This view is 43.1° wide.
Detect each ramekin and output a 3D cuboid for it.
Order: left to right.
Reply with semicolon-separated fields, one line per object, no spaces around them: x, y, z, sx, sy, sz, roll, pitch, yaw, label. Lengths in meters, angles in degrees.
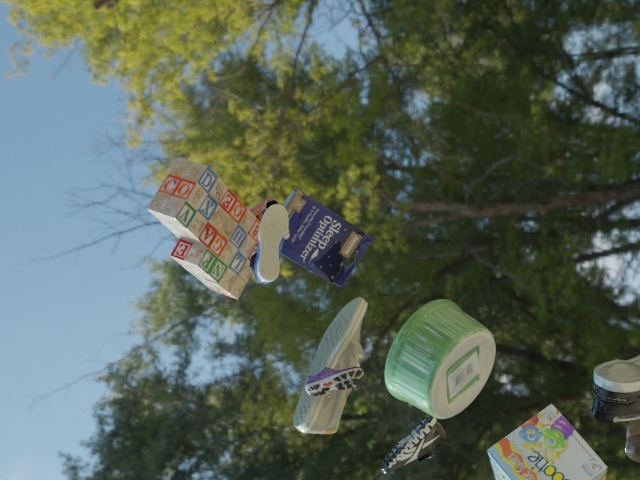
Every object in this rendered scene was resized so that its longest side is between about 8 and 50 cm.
0.327;0.322;2.154;0.303;0.148;0.304;-23;-53;-35;ramekin

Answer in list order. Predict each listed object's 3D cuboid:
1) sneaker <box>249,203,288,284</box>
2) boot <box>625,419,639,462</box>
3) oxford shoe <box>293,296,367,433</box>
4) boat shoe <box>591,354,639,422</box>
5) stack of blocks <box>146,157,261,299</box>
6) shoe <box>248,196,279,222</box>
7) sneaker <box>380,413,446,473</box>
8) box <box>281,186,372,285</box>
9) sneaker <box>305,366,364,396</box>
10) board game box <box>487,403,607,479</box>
-0.100;0.010;1.557;0.084;0.058;0.152;144;132;-70;sneaker
0.814;0.414;1.726;0.115;0.305;0.112;-61;-37;-46;boot
0.056;0.381;2.435;0.130;0.169;0.449;29;-116;-14;oxford shoe
0.606;0.259;1.459;0.302;0.114;0.091;-3;-71;-21;boat shoe
-0.236;-0.019;1.718;0.171;0.087;0.297;-61;-35;-16;stack of blocks
-0.180;-0.062;2.252;0.063;0.081;0.178;55;-143;-12;shoe
0.287;0.632;2.438;0.106;0.234;0.078;45;-179;-6;sneaker
0.000;0.000;1.754;0.225;0.036;0.136;31;-86;-25;box
0.035;0.374;2.247;0.071;0.169;0.068;-93;-17;-48;sneaker
0.409;0.433;1.455;0.142;0.144;0.275;-34;-35;-6;board game box
